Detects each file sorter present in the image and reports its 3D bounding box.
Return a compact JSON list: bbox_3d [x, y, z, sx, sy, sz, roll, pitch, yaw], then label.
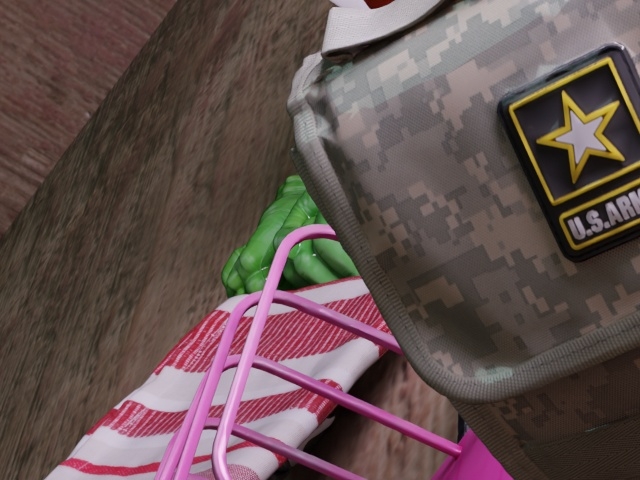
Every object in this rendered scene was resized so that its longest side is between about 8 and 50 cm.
[{"bbox_3d":[-0.003,0.160,0.996,0.290,0.182,0.202,120,171,-47],"label":"file sorter"}]

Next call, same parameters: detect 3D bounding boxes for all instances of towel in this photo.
[{"bbox_3d":[-0.071,0.116,1.332,0.237,0.037,0.329,-12,22,43],"label":"towel"}]

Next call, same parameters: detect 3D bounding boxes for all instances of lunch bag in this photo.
[{"bbox_3d":[0.153,-0.012,0.689,0.235,0.287,0.169,-28,30,32],"label":"lunch bag"}]

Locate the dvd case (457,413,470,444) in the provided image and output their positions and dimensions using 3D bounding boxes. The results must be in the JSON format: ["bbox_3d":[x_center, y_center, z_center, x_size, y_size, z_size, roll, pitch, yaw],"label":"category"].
[{"bbox_3d":[0.156,0.059,1.114,0.221,0.018,0.164,-49,18,30],"label":"dvd case"}]

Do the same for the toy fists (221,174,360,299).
[{"bbox_3d":[0.000,0.000,1.547,0.279,0.096,0.142,-27,36,59],"label":"toy fists"}]

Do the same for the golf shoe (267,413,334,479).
[{"bbox_3d":[-0.021,0.115,1.466,0.094,0.077,0.198,-37,26,17],"label":"golf shoe"}]

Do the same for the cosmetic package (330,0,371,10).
[{"bbox_3d":[0.108,-0.278,1.503,0.224,0.225,0.138,-51,15,22],"label":"cosmetic package"}]

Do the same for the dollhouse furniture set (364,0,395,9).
[{"bbox_3d":[0.137,-0.073,0.944,0.135,0.259,0.262,-42,17,-21],"label":"dollhouse furniture set"}]
